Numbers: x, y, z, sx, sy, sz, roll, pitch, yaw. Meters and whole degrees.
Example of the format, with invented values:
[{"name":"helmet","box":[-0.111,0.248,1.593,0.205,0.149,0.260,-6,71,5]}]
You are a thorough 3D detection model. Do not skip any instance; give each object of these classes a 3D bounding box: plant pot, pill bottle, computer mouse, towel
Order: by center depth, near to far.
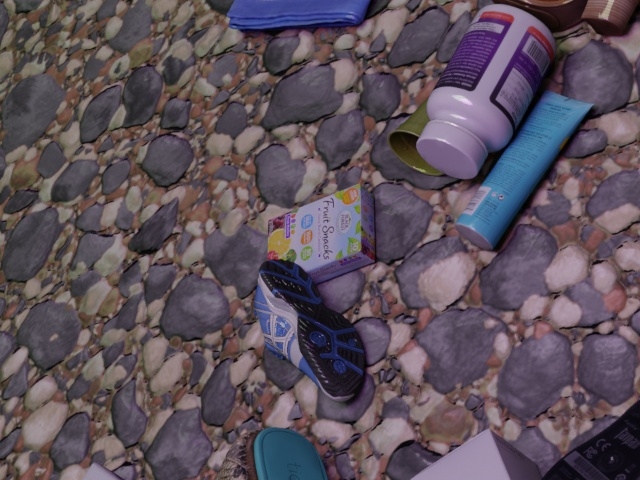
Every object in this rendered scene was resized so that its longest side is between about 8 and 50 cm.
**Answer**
[{"name":"computer mouse","box":[0.346,0.223,1.700,0.262,0.060,0.184,-41,38,-13]},{"name":"pill bottle","box":[0.190,-0.171,2.041,0.108,0.108,0.193,9,61,43]},{"name":"plant pot","box":[0.136,-0.134,2.110,0.083,0.083,0.079,11,58,43]},{"name":"towel","box":[0.011,-0.438,2.433,0.243,0.040,0.336,3,65,40]}]

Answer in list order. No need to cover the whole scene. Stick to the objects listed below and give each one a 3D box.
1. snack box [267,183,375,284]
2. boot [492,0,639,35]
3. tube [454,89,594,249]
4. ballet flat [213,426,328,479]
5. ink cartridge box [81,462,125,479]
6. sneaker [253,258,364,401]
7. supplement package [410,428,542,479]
[{"name":"snack box","box":[0.000,0.000,2.156,0.141,0.037,0.100,-21,53,28]},{"name":"boot","box":[0.308,-0.327,2.093,0.197,0.073,0.152,15,74,32]},{"name":"tube","box":[0.232,-0.086,2.016,0.080,0.052,0.207,24,74,43]},{"name":"ballet flat","box":[-0.030,0.414,1.852,0.182,0.164,0.483,-56,33,28]},{"name":"ink cartridge box","box":[-0.308,0.463,2.092,0.176,0.069,0.371,26,79,45]},{"name":"sneaker","box":[-0.015,0.117,2.080,0.211,0.080,0.081,57,139,38]},{"name":"supplement package","box":[0.182,0.301,1.761,0.105,0.105,0.179,-36,46,17]}]
